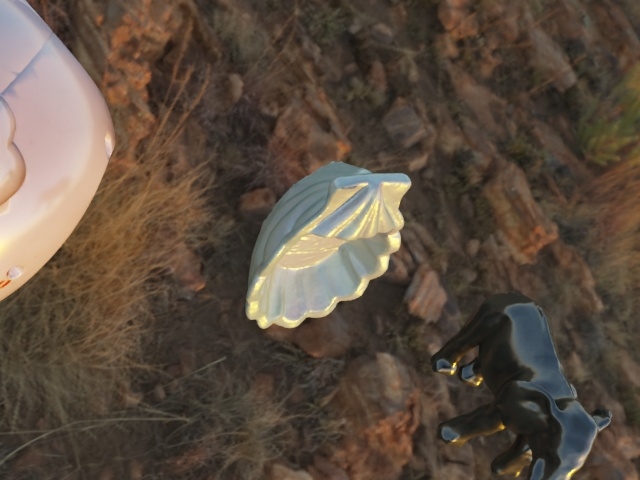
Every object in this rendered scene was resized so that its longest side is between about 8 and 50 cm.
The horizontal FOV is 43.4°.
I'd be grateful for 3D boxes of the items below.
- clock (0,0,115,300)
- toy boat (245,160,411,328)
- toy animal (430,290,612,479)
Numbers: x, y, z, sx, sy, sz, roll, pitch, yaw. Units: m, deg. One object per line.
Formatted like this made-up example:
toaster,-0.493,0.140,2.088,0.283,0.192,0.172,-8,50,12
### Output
clock,-0.374,-0.048,0.704,0.376,0.368,0.250,-49,122,-13
toy boat,0.000,0.000,0.992,0.199,0.290,0.100,-8,59,-33
toy animal,0.182,0.154,0.771,0.115,0.146,0.245,11,45,-35
